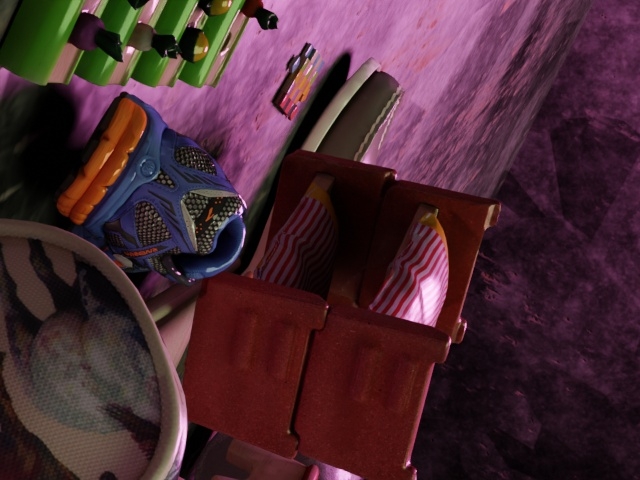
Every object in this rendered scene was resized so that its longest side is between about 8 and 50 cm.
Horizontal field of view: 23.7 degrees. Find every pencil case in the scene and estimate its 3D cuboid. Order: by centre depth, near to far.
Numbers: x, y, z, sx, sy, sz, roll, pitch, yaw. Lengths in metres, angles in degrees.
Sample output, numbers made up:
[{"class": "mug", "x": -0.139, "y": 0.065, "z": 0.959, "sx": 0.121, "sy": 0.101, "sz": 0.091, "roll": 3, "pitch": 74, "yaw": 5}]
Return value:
[{"class": "pencil case", "x": -0.141, "y": 0.183, "z": 0.734, "sx": 0.410, "sy": 0.160, "sz": 0.183, "roll": 94, "pitch": -15, "yaw": -51}]

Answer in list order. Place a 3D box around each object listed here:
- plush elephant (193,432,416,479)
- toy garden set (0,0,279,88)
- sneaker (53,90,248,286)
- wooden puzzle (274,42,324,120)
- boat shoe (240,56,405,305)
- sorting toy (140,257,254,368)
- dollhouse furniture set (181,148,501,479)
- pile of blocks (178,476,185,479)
[{"class": "plush elephant", "x": -0.007, "y": 0.265, "z": 1.504, "sx": 0.330, "sy": 0.272, "sz": 0.255, "roll": -32, "pitch": 156, "yaw": 5}, {"class": "toy garden set", "x": -0.040, "y": -0.161, "z": 0.732, "sx": 0.204, "sy": 0.049, "sz": 0.244, "roll": -62, "pitch": 169, "yaw": 12}, {"class": "sneaker", "x": -0.083, "y": -0.009, "z": 0.808, "sx": 0.083, "sy": 0.087, "sz": 0.221, "roll": -56, "pitch": 179, "yaw": -5}, {"class": "wooden puzzle", "x": -0.015, "y": -0.114, "z": 1.099, "sx": 0.049, "sy": 0.006, "sz": 0.083, "roll": -60, "pitch": 170, "yaw": -1}, {"class": "boat shoe", "x": 0.001, "y": -0.001, "z": 1.248, "sx": 0.305, "sy": 0.091, "sz": 0.109, "roll": -63, "pitch": 169, "yaw": 18}, {"class": "sorting toy", "x": -0.140, "y": 0.097, "z": 0.986, "sx": 0.196, "sy": 0.047, "sz": 0.347, "roll": -60, "pitch": 170, "yaw": 20}, {"class": "dollhouse furniture set", "x": -0.005, "y": 0.146, "z": 1.051, "sx": 0.201, "sy": 0.152, "sz": 0.374, "roll": -61, "pitch": 166, "yaw": -57}, {"class": "pile of blocks", "x": -0.183, "y": 0.279, "z": 1.085, "sx": 0.149, "sy": 0.112, "sz": 0.362, "roll": -64, "pitch": 168, "yaw": 22}]
